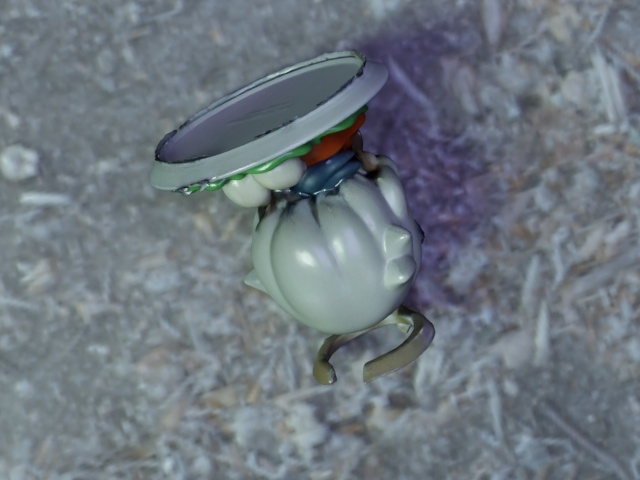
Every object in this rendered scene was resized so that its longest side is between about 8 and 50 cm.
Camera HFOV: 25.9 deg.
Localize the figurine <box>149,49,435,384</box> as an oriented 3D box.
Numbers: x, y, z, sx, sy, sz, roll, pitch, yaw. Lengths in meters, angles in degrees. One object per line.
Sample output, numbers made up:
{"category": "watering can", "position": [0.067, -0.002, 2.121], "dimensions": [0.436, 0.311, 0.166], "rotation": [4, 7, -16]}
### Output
{"category": "figurine", "position": [0.000, 0.000, 0.695], "dimensions": [0.132, 0.132, 0.154], "rotation": [-28, 108, -8]}
